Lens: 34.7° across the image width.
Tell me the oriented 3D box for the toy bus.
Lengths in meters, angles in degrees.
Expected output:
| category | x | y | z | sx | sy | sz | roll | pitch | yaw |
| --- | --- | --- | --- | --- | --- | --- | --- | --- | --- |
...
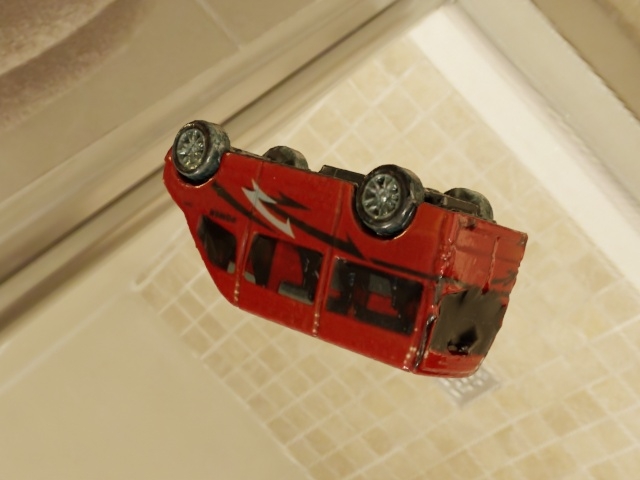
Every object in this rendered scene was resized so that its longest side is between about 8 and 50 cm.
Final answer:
| category | x | y | z | sx | sy | sz | roll | pitch | yaw |
| --- | --- | --- | --- | --- | --- | --- | --- | --- | --- |
| toy bus | 0.000 | 0.000 | 0.518 | 0.195 | 0.081 | 0.089 | 17 | 93 | 37 |
